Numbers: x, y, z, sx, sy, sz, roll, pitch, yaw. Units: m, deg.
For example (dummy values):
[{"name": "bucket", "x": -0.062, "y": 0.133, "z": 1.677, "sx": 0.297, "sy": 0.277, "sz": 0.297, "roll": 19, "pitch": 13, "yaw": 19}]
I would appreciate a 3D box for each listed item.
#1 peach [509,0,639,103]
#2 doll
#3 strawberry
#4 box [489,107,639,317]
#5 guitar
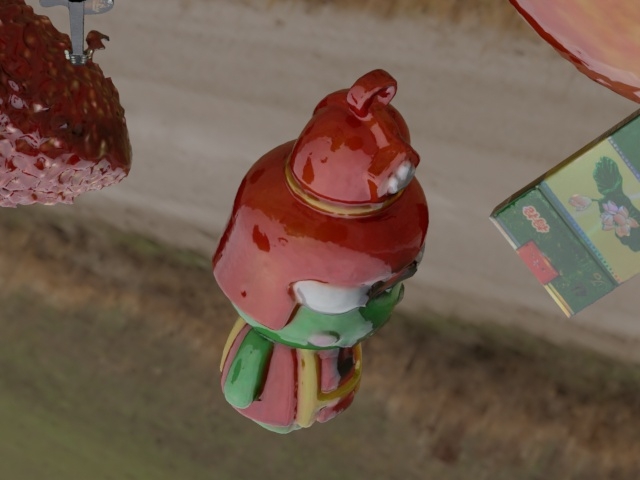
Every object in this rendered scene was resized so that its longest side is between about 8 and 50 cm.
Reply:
[{"name": "peach", "x": 0.229, "y": -0.207, "z": 0.827, "sx": 0.370, "sy": 0.370, "sz": 0.370, "roll": 25, "pitch": 164, "yaw": 8}, {"name": "doll", "x": 0.000, "y": 0.001, "z": 1.506, "sx": 0.160, "sy": 0.182, "sz": 0.363, "roll": 43, "pitch": 136, "yaw": 24}, {"name": "strawberry", "x": -0.371, "y": -0.172, "z": 1.944, "sx": 0.343, "sy": 0.292, "sz": 0.292, "roll": 8, "pitch": 170, "yaw": -19}, {"name": "box", "x": 0.291, "y": -0.038, "z": 1.705, "sx": 0.235, "sy": 0.034, "sz": 0.132, "roll": -35, "pitch": 98, "yaw": 28}, {"name": "guitar", "x": -0.225, "y": -0.217, "z": 1.659, "sx": 0.088, "sy": 0.025, "sz": 0.233, "roll": -1, "pitch": 160, "yaw": -7}]
